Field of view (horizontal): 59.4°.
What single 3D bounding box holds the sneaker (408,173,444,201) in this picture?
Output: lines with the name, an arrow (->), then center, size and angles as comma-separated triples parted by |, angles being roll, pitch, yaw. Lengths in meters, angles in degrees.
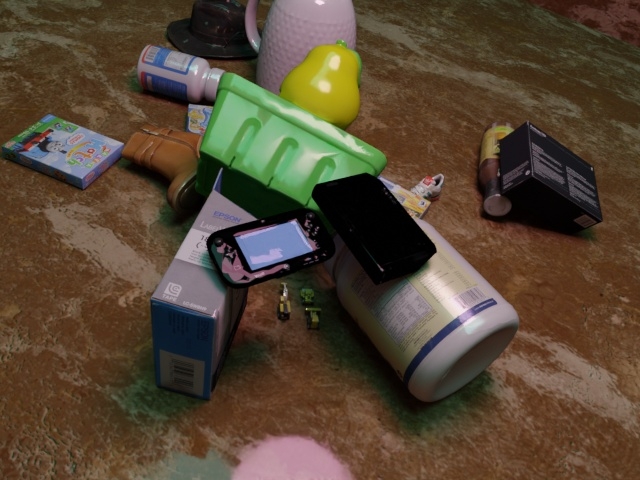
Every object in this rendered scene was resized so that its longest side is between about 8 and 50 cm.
sneaker -> 0.250, -0.128, 1.421 | 0.161, 0.075, 0.057 | -21, 54, -31

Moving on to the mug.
mug -> -0.072, -0.584, 1.614 | 0.374, 0.328, 0.276 | 35, 48, 20

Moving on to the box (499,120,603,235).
box -> 0.584, -0.155, 1.429 | 0.261, 0.103, 0.184 | 26, 56, -23

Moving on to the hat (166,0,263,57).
hat -> -0.329, -0.713, 1.820 | 0.331, 0.134, 0.331 | 8, 45, -8

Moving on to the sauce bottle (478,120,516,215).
sauce bottle -> 0.488, -0.196, 1.528 | 0.111, 0.111, 0.344 | 17, 45, 2

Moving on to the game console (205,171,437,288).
game console -> 0.000, 0.000, 0.913 | 0.361, 0.044, 0.213 | -17, 56, -29

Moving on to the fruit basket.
fruit basket -> -0.042, -0.219, 1.165 | 0.392, 0.283, 0.392 | 6, 65, -13

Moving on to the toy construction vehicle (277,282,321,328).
toy construction vehicle -> -0.041, 0.127, 1.120 | 0.086, 0.035, 0.098 | 5, 45, -9

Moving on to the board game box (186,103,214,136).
board game box -> -0.253, -0.303, 1.497 | 0.201, 0.035, 0.136 | 2, 45, -12

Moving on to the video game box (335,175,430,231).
video game box -> 0.128, -0.069, 1.331 | 0.205, 0.048, 0.187 | 30, 60, 16

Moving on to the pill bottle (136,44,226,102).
pill bottle -> -0.379, -0.453, 1.552 | 0.221, 0.124, 0.124 | 17, 44, 1

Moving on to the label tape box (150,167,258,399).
label tape box -> -0.184, 0.068, 0.994 | 0.106, 0.241, 0.334 | 15, 44, 1

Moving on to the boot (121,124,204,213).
boot -> -0.356, -0.179, 1.290 | 0.220, 0.109, 0.283 | 17, 42, 1

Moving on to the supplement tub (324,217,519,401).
supplement tub -> 0.177, 0.107, 1.053 | 0.235, 0.235, 0.325 | -19, 53, -30

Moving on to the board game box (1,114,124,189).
board game box -> -0.597, -0.211, 1.314 | 0.211, 0.039, 0.160 | 22, 44, 7
